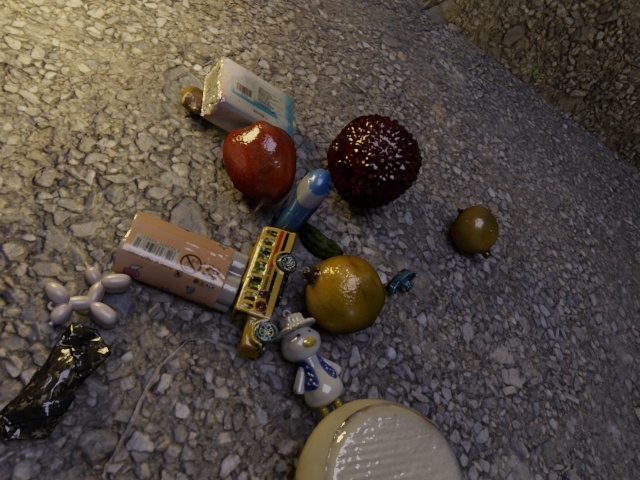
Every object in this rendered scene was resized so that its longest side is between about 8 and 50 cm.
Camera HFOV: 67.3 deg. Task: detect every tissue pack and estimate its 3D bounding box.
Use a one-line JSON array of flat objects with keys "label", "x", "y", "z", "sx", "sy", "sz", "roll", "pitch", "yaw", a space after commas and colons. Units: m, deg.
[{"label": "tissue pack", "x": -0.216, "y": -0.402, "z": 1.463, "sx": 0.271, "sy": 0.124, "sz": 0.201, "roll": 24, "pitch": 47, "yaw": -37}]

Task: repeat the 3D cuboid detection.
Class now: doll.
[{"label": "doll", "x": -0.513, "y": 0.125, "z": 1.046, "sx": 0.160, "sy": 0.059, "sz": 0.161, "roll": 21, "pitch": 54, "yaw": -18}, {"label": "doll", "x": -0.025, "y": 0.301, "z": 1.183, "sx": 0.138, "sy": 0.119, "sz": 0.293, "roll": -19, "pitch": 72, "yaw": -27}]

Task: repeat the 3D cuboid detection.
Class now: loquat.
[{"label": "loquat", "x": 0.548, "y": -0.030, "z": 1.700, "sx": 0.172, "sy": 0.149, "sz": 0.204, "roll": -20, "pitch": 85, "yaw": -41}, {"label": "loquat", "x": 0.047, "y": 0.133, "z": 1.267, "sx": 0.246, "sy": 0.213, "sz": 0.213, "roll": 36, "pitch": 49, "yaw": -28}]

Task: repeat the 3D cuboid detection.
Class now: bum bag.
[{"label": "bum bag", "x": -0.518, "y": 0.278, "z": 0.944, "sx": 0.102, "sy": 0.069, "sz": 0.248, "roll": 38, "pitch": 58, "yaw": -14}]

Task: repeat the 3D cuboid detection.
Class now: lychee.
[{"label": "lychee", "x": 0.168, "y": -0.244, "z": 1.514, "sx": 0.330, "sy": 0.306, "sz": 0.306, "roll": -8, "pitch": 66, "yaw": -37}]

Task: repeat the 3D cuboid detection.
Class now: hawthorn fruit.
[{"label": "hawthorn fruit", "x": -0.168, "y": -0.197, "z": 1.364, "sx": 0.211, "sy": 0.210, "sz": 0.262, "roll": 1, "pitch": 79, "yaw": -30}]

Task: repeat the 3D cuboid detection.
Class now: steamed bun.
[{"label": "steamed bun", "x": 0.111, "y": 0.536, "z": 1.039, "sx": 0.375, "sy": 0.241, "sz": 0.374, "roll": 13, "pitch": 61, "yaw": -25}]

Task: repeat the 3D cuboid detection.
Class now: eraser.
[{"label": "eraser", "x": -0.334, "y": 0.049, "z": 1.177, "sx": 0.291, "sy": 0.087, "sz": 0.171, "roll": 23, "pitch": 55, "yaw": -13}]

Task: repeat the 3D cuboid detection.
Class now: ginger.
[{"label": "ginger", "x": -0.367, "y": -0.435, "z": 1.472, "sx": 0.096, "sy": 0.067, "sz": 0.165, "roll": 44, "pitch": 35, "yaw": 7}]

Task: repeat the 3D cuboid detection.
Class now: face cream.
[{"label": "face cream", "x": -0.050, "y": -0.101, "z": 1.318, "sx": 0.083, "sy": 0.264, "sz": 0.149, "roll": 31, "pitch": 51, "yaw": -11}]

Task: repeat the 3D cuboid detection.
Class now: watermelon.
[{"label": "watermelon", "x": -0.008, "y": 0.010, "z": 1.423, "sx": 0.163, "sy": 0.087, "sz": 0.069, "roll": 38, "pitch": 87, "yaw": -2}]

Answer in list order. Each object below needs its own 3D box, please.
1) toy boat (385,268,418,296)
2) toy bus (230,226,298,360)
[{"label": "toy boat", "x": 0.257, "y": 0.131, "z": 1.489, "sx": 0.061, "sy": 0.060, "sz": 0.137, "roll": 37, "pitch": 41, "yaw": 20}, {"label": "toy bus", "x": -0.145, "y": 0.127, "z": 1.222, "sx": 0.123, "sy": 0.121, "sz": 0.335, "roll": 21, "pitch": 53, "yaw": -7}]
